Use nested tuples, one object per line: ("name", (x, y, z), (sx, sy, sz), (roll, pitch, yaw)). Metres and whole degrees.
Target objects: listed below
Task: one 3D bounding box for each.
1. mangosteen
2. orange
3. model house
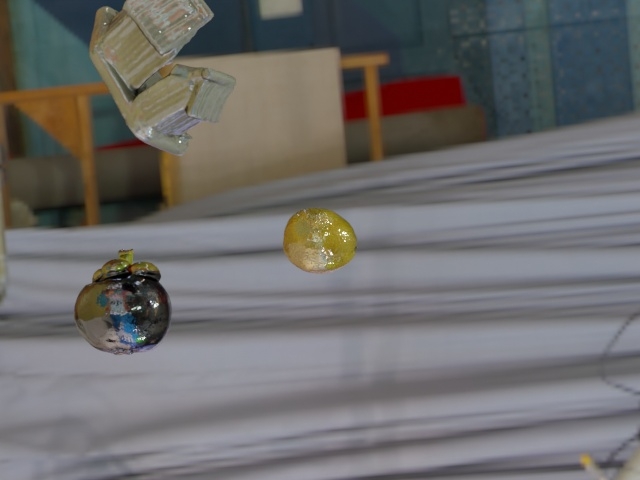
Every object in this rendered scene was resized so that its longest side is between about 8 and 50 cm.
("mangosteen", (-0.275, 0.084, 1.822), (0.137, 0.137, 0.151), (68, 19, -70))
("orange", (0.000, 0.000, 1.649), (0.085, 0.095, 0.085), (-170, -90, -87))
("model house", (-0.200, -0.240, 1.680), (0.122, 0.188, 0.229), (-22, 81, -52))
